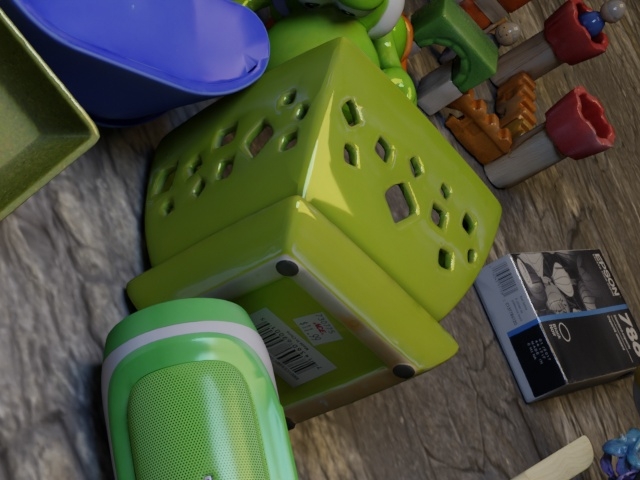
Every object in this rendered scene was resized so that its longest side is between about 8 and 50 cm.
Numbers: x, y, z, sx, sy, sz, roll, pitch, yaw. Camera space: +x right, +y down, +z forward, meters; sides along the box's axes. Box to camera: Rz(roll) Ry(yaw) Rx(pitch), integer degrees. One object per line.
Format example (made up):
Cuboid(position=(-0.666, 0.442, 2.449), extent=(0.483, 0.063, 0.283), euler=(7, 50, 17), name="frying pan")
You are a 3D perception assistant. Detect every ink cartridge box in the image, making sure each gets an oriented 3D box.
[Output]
Cuboid(position=(0.309, 0.095, 1.727), extent=(0.332, 0.065, 0.165), euler=(-3, 65, -58), name="ink cartridge box")

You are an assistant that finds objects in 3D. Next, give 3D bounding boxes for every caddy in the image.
Cuboid(position=(-0.189, -0.227, 1.139), extent=(0.341, 0.179, 0.241), euler=(18, 76, -44), name="caddy")

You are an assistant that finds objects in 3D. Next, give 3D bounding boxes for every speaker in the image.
Cuboid(position=(-0.074, 0.194, 0.995), extent=(0.131, 0.131, 0.296), euler=(20, 47, -48), name="speaker")

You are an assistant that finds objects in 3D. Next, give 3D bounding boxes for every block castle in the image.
Cuboid(position=(0.192, -0.315, 1.763), extent=(0.453, 0.213, 0.303), euler=(44, 33, -25), name="block castle")

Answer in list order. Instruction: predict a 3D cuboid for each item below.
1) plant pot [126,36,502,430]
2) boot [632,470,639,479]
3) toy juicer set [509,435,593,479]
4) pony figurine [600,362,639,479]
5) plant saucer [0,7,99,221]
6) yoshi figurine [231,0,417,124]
Cuboid(position=(-0.011, 0.012, 1.168), extent=(0.228, 0.227, 0.207), euler=(43, 40, -27), name="plant pot")
Cuboid(position=(0.196, 0.296, 1.178), extent=(0.445, 0.146, 0.367), euler=(-25, 93, -42), name="boot")
Cuboid(position=(0.193, 0.347, 1.318), extent=(0.209, 0.089, 0.329), euler=(7, 64, -38), name="toy juicer set")
Cuboid(position=(0.421, 0.288, 1.478), extent=(0.363, 0.302, 0.351), euler=(83, -11, -50), name="pony figurine")
Cuboid(position=(-0.277, -0.082, 0.943), extent=(0.188, 0.045, 0.188), euler=(-42, 104, -19), name="plant saucer")
Cuboid(position=(0.002, -0.178, 1.327), extent=(0.362, 0.203, 0.203), euler=(-16, 85, -87), name="yoshi figurine")
